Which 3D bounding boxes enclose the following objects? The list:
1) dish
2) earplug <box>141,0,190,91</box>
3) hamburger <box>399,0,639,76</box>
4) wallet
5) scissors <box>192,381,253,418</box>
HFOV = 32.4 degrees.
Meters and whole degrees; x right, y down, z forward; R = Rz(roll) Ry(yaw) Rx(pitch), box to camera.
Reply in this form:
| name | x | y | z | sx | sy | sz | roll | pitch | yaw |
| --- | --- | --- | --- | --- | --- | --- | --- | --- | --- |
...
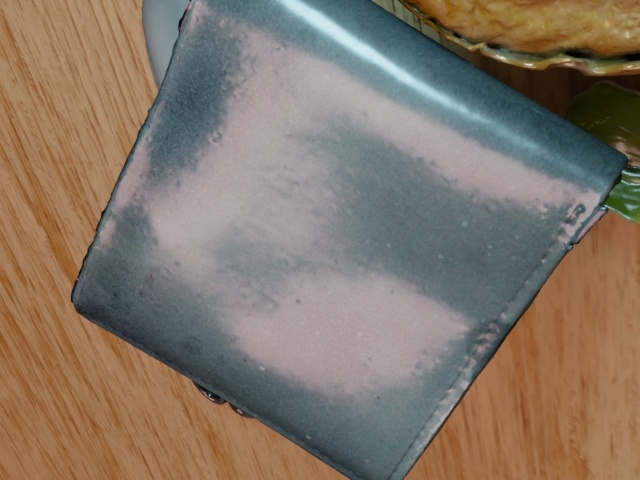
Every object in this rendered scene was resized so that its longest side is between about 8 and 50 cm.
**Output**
| name | x | y | z | sx | sy | sz | roll | pitch | yaw |
| --- | --- | --- | --- | --- | --- | --- | --- | --- | --- |
| dish | 0.216 | -0.051 | 0.689 | 0.137 | 0.039 | 0.091 | 32 | 139 | 12 |
| earplug | 0.001 | -0.068 | 0.769 | 0.325 | 0.175 | 0.214 | 40 | -176 | 8 |
| hamburger | 0.133 | -0.188 | 0.532 | 0.243 | 0.146 | 0.286 | 36 | 139 | -3 |
| wallet | 0.000 | 0.000 | 0.647 | 0.251 | 0.054 | 0.290 | 32 | 121 | 8 |
| scissors | -0.103 | 0.089 | 1.160 | 0.109 | 0.022 | 0.300 | 23 | 140 | 19 |
